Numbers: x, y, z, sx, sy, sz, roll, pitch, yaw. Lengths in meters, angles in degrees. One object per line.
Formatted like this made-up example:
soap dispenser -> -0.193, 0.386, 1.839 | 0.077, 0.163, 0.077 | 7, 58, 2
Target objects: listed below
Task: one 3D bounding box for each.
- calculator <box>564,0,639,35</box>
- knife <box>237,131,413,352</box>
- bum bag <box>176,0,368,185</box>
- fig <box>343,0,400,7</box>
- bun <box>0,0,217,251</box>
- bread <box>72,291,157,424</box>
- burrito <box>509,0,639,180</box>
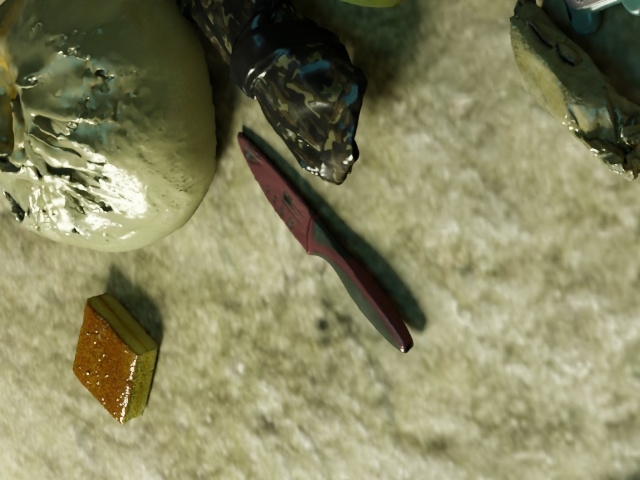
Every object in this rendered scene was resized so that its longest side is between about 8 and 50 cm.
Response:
calculator -> 0.172, -0.208, 1.118 | 0.094, 0.019, 0.141 | -17, 91, 52
knife -> 0.000, 0.000, 1.392 | 0.247, 0.018, 0.035 | 51, 139, 26
bum bag -> -0.036, -0.152, 1.333 | 0.248, 0.069, 0.102 | 50, 151, 26
fig -> 0.023, -0.250, 1.148 | 0.181, 0.181, 0.191 | -19, 109, 50
bun -> -0.215, -0.115, 1.488 | 0.287, 0.146, 0.287 | 17, 116, 41
bread -> -0.198, 0.113, 1.638 | 0.090, 0.035, 0.094 | 41, 131, 31
burrito -> 0.171, -0.100, 1.143 | 0.149, 0.041, 0.055 | 50, 122, 28
